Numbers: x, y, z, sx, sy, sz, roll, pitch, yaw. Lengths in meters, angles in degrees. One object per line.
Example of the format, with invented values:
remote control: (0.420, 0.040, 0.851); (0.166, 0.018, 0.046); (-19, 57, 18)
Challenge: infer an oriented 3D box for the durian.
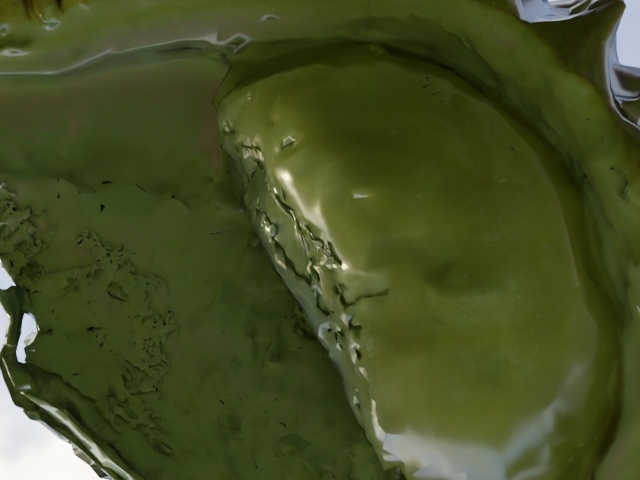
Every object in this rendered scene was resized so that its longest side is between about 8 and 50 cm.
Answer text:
durian: (0.000, 0.000, 0.459); (0.306, 0.172, 0.166); (40, -98, 9)
